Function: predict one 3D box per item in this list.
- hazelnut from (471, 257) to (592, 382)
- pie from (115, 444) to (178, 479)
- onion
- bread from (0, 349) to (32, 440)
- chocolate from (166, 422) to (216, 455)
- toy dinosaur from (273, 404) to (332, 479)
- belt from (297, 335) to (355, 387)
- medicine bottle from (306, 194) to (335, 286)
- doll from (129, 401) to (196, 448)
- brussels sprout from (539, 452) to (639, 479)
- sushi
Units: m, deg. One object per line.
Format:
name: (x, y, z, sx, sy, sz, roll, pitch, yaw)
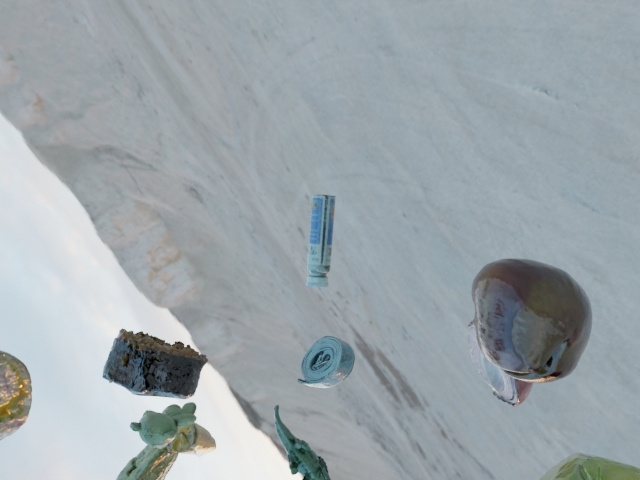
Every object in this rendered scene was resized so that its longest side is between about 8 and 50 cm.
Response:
hazelnut: (0.382, 0.140, 1.039, 0.251, 0.217, 0.217, 50, 176, -27)
pie: (-0.457, 0.607, 1.428, 0.090, 0.248, 0.201, 34, 166, 15)
onion: (0.494, 0.298, 1.504, 0.227, 0.120, 0.284, 47, 162, 57)
bread: (-0.524, 0.227, 0.789, 0.156, 0.260, 0.158, 60, -164, 10)
chocolate: (-0.304, 0.491, 1.371, 0.086, 0.085, 0.219, 52, 172, 25)
toy dinosaur: (-0.047, 0.551, 1.400, 0.292, 0.079, 0.120, 58, 178, -29)
belt: (0.023, 0.364, 1.658, 0.163, 0.148, 0.082, -12, 146, 41)
medicine bottle: (0.000, 0.000, 1.149, 0.051, 0.051, 0.191, -162, 77, -79)
doll: (-0.301, 0.365, 1.107, 0.150, 0.115, 0.078, -21, -67, -73)
brussels sprout: (0.526, 0.555, 0.985, 0.344, 0.268, 0.344, 55, 157, 36)
sushi: (-0.585, 0.436, 1.944, 0.348, 0.208, 0.234, 13, 170, 4)
